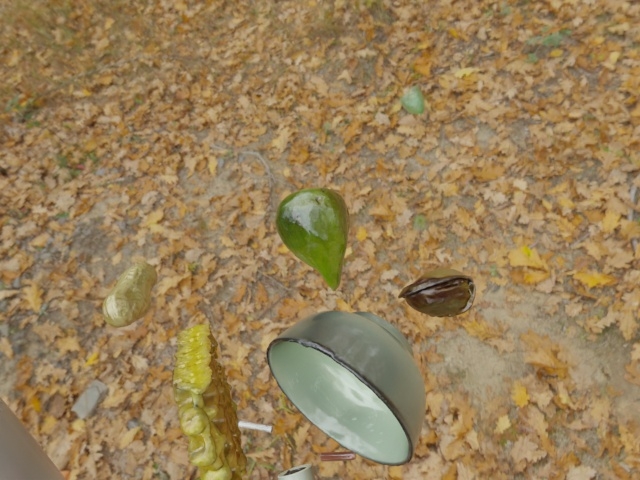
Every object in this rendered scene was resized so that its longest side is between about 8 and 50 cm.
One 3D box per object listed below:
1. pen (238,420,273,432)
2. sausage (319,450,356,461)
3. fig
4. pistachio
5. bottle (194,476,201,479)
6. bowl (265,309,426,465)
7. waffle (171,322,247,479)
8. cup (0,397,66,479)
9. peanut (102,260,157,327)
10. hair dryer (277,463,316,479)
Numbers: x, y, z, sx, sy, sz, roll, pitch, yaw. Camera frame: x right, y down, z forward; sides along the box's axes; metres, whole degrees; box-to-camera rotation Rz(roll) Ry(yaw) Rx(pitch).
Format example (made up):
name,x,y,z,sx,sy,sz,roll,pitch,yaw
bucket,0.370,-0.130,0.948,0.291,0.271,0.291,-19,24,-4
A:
name,x,y,z,sx,sy,sz,roll,pitch,yaw
pen,-0.293,0.756,1.884,0.204,0.025,0.025,5,57,11
sausage,0.066,0.825,1.761,0.146,0.035,0.030,-9,40,14
fig,0.000,0.000,1.221,0.205,0.206,0.275,-18,80,10
pistachio,0.306,0.140,1.209,0.210,0.165,0.131,-2,57,-11
bottle,-0.243,0.711,1.049,0.171,0.172,0.351,-34,14,-4
bowl,0.077,0.273,0.965,0.353,0.354,0.185,18,48,33
waffle,-0.148,0.257,0.642,0.057,0.219,0.229,-16,17,-10
cup,-0.623,0.393,0.768,0.253,0.372,0.253,-10,28,5
peanut,-0.665,0.194,1.636,0.147,0.148,0.319,-18,28,10
hair dryer,-0.054,0.921,1.697,0.128,0.362,0.203,-18,75,-1
